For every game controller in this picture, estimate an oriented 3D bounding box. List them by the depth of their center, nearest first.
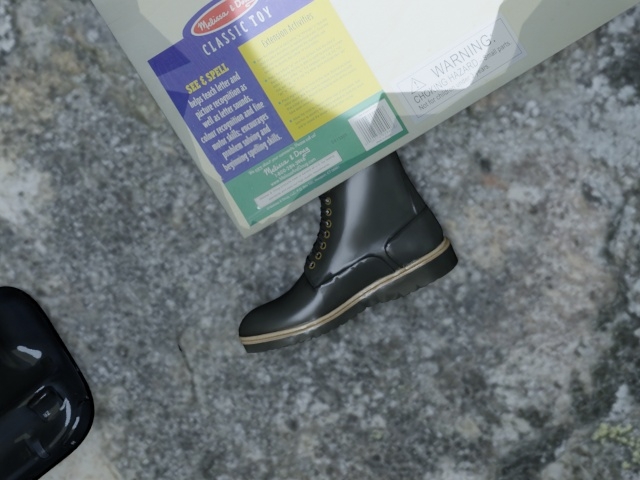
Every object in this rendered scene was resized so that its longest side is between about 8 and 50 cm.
[{"bbox_3d":[-0.346,0.182,1.502,0.319,0.067,0.166,-38,64,12],"label":"game controller"}]

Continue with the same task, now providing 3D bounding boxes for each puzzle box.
[{"bbox_3d":[0.037,-0.217,1.370,0.409,0.052,0.272,-30,98,10],"label":"puzzle box"}]

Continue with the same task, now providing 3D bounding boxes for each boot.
[{"bbox_3d":[0.000,0.000,1.465,0.198,0.077,0.137,-27,103,-4],"label":"boot"}]
